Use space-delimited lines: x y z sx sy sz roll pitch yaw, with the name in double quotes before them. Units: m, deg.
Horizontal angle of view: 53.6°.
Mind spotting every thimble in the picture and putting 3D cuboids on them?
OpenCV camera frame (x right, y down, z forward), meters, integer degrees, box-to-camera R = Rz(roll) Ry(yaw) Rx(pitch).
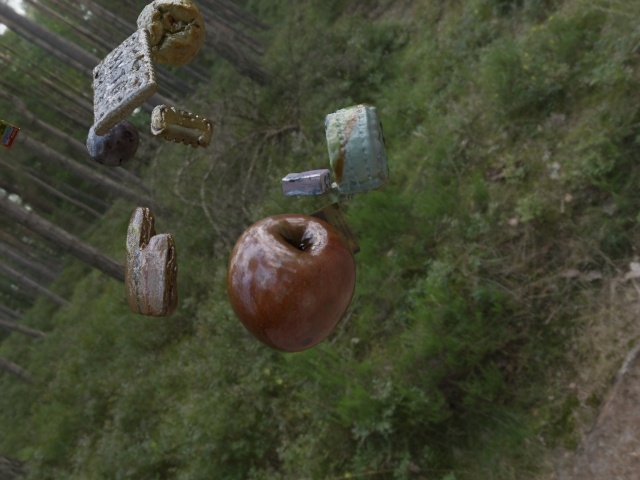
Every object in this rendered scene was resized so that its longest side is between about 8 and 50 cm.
"thimble" 0.112 -0.268 1.920 0.254 0.167 0.288 65 -161 -53

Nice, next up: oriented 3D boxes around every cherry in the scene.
"cherry" -0.755 -0.356 2.291 0.195 0.195 0.195 -57 6 10

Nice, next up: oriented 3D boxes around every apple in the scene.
"apple" -0.052 0.081 1.135 0.253 0.253 0.253 -57 6 10

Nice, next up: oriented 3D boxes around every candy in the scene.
"candy" -0.892 -0.302 1.725 0.038 0.122 0.062 -8 59 65
"candy" -0.050 -0.198 2.210 0.092 0.160 0.073 -46 -52 -63

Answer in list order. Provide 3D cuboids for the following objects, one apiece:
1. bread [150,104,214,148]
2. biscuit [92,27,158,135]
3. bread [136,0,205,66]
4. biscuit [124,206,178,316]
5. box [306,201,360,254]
"bread" -0.480 -0.389 2.217 0.081 0.225 0.134 -43 42 44
"biscuit" -0.526 -0.428 1.677 0.217 0.044 0.325 -35 45 16
"bread" -0.511 -0.724 2.193 0.244 0.244 0.134 -58 18 0
"biscuit" -0.407 0.047 1.491 0.277 0.052 0.262 0 88 55
"box" 0.000 0.000 1.713 0.071 0.159 0.240 -24 3 35
